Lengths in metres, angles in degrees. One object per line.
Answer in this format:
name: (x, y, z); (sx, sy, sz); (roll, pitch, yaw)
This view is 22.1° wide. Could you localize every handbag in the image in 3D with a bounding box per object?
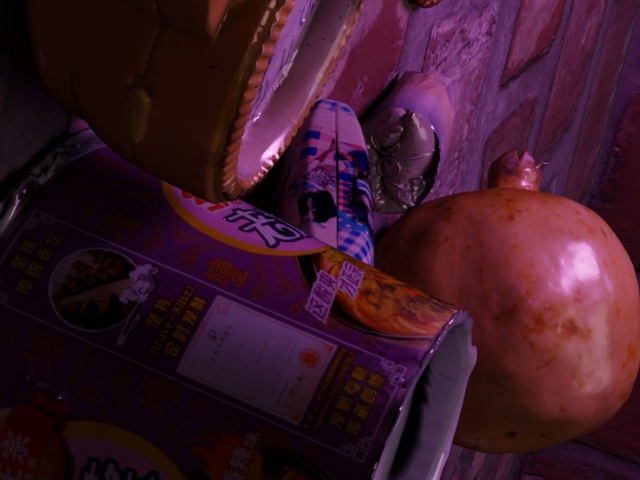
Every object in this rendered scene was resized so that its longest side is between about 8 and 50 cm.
handbag: (0.081, -0.097, 1.626); (0.173, 0.095, 0.117); (-55, 153, -66)

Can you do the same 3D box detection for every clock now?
clock: (-0.055, -0.175, 0.905); (0.244, 0.200, 0.317); (-54, 165, -38)

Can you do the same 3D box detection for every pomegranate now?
pomegranate: (0.202, 0.067, 1.830); (0.342, 0.343, 0.342); (19, 90, -74)

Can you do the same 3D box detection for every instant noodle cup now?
instant noodle cup: (-0.069, 0.122, 1.037); (0.340, 0.266, 0.339); (19, 90, -73)

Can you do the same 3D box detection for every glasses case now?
glasses case: (0.000, 0.000, 1.310); (0.327, 0.076, 0.125); (-90, -169, -58)

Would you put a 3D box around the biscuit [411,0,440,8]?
biscuit: (0.117, -0.296, 1.620); (0.206, 0.025, 0.126); (68, 44, -66)
